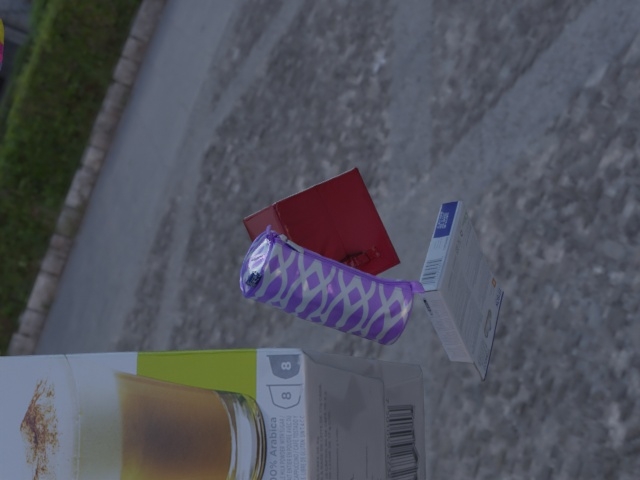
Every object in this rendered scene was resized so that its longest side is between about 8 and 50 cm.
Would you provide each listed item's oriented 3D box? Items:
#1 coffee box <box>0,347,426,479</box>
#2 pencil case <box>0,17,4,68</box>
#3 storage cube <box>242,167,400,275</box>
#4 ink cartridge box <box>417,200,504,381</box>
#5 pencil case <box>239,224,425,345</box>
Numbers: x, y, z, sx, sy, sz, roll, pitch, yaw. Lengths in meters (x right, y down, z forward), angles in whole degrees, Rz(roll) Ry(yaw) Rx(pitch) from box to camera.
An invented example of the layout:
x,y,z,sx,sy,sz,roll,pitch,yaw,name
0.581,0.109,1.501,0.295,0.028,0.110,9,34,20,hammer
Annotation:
x,y,z,sx,sy,sz,roll,pitch,yaw,name
-0.102,0.282,1.131,0.334,0.338,0.337,-4,81,21,coffee box
-0.464,-0.215,1.283,0.104,0.236,0.104,5,98,41,pencil case
0.000,0.000,2.118,0.193,0.183,0.215,65,158,-1,storage cube
0.237,0.087,1.956,0.045,0.224,0.223,-9,37,27,ink cartridge box
0.008,0.051,1.325,0.088,0.206,0.086,-61,23,19,pencil case
